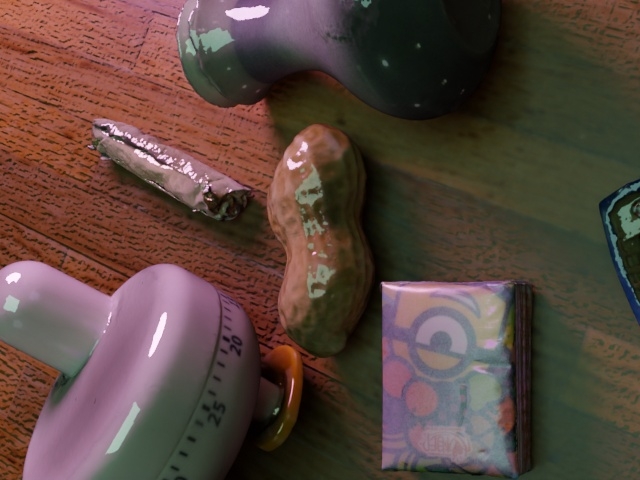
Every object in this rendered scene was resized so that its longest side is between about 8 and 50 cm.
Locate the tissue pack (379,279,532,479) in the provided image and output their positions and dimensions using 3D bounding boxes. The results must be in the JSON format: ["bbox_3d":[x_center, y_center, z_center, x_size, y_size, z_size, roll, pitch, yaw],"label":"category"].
[{"bbox_3d":[0.104,0.104,0.712,0.108,0.060,0.148,-2,83,27],"label":"tissue pack"}]

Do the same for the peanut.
[{"bbox_3d":[-0.002,0.000,0.764,0.089,0.089,0.193,-6,81,25],"label":"peanut"}]

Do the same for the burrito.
[{"bbox_3d":[-0.147,-0.070,0.866,0.185,0.041,0.045,30,139,25],"label":"burrito"}]

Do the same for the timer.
[{"bbox_3d":[-0.165,0.121,0.742,0.233,0.240,0.233,-44,27,29],"label":"timer"}]

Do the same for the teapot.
[{"bbox_3d":[0.008,-0.177,0.738,0.250,0.183,0.184,-3,83,37],"label":"teapot"}]

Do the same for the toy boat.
[{"bbox_3d":[0.271,0.061,0.645,0.080,0.046,0.229,-31,73,19],"label":"toy boat"}]
